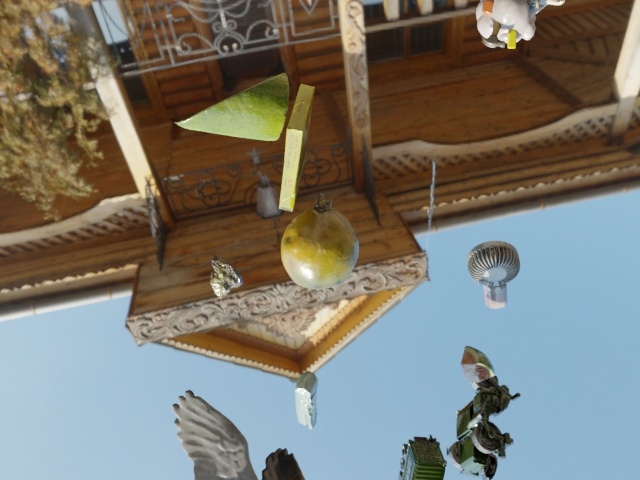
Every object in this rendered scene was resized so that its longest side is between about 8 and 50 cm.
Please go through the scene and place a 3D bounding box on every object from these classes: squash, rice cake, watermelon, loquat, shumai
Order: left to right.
[{"bbox_3d":[-0.317,0.105,1.639,0.105,0.139,0.123,-26,-132,-32],"label":"shumai"},{"bbox_3d":[-0.206,-0.335,1.206,0.251,0.170,0.093,4,-174,-23],"label":"squash"},{"bbox_3d":[-0.041,0.488,1.551,0.062,0.336,0.066,18,-124,14],"label":"rice cake"},{"bbox_3d":[0.000,0.000,1.317,0.213,0.246,0.213,3,-159,-1],"label":"loquat"},{"bbox_3d":[0.373,0.296,1.238,0.072,0.085,0.092,-28,-162,4],"label":"watermelon"}]

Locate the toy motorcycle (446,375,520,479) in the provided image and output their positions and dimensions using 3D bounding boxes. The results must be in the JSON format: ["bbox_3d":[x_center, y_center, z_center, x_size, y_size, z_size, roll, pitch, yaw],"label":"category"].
[{"bbox_3d":[0.438,0.503,1.392,0.127,0.205,0.275,19,-134,-3],"label":"toy motorcycle"}]

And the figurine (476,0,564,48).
[{"bbox_3d":[0.399,-0.478,1.031,0.229,0.137,0.112,-40,-170,2],"label":"figurine"}]

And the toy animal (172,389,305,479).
[{"bbox_3d":[-0.142,0.391,0.624,0.284,0.225,0.302,-44,-140,-10],"label":"toy animal"}]

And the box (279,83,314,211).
[{"bbox_3d":[-0.058,-0.214,1.219,0.040,0.279,0.153,11,-125,0],"label":"box"}]

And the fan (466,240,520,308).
[{"bbox_3d":[0.461,0.099,1.356,0.130,0.244,0.074,-8,-134,14],"label":"fan"}]

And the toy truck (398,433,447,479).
[{"bbox_3d":[0.236,0.613,1.252,0.088,0.259,0.121,6,-165,-4],"label":"toy truck"}]
